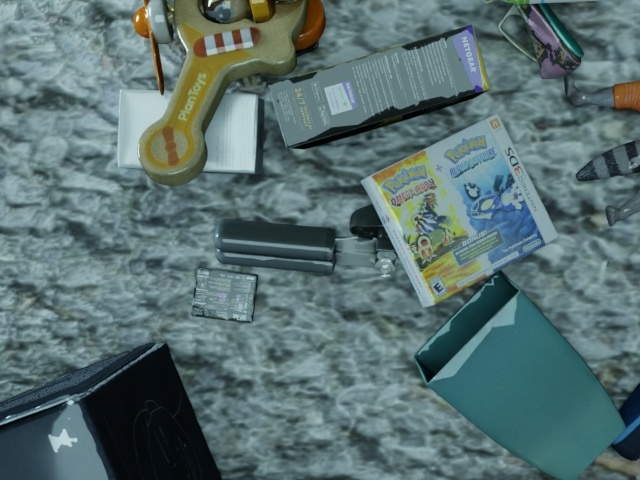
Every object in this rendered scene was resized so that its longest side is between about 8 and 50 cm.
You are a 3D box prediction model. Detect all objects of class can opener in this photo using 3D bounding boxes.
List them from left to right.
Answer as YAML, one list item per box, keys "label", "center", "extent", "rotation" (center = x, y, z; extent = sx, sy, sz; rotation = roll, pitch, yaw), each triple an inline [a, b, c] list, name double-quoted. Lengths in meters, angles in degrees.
- label: "can opener"
  center: [0.000, 0.000, 1.869]
  extent: [0.280, 0.074, 0.093]
  rotation: [1, 59, 1]

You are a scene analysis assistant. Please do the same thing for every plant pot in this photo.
- label: "plant pot"
  center: [0.267, 0.187, 1.811]
  extent: [0.234, 0.166, 0.165]
  rotation: [43, 94, -6]

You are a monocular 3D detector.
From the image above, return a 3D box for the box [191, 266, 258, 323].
- label: "box"
  center: [-0.129, 0.074, 1.895]
  extent: [0.083, 0.018, 0.067]
  rotation: [6, 93, 3]

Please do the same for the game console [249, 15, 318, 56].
- label: "game console"
  center: [-0.078, -0.291, 1.847]
  extent: [0.071, 0.107, 0.122]
  rotation: [-19, 91, 46]

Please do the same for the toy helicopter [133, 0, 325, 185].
- label: "toy helicopter"
  center: [-0.149, -0.229, 1.739]
  extent: [0.235, 0.140, 0.355]
  rotation: [15, 66, 12]

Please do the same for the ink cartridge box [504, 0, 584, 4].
- label: "ink cartridge box"
  center: [0.332, -0.387, 1.694]
  extent: [0.255, 0.097, 0.188]
  rotation: [-6, 109, -20]

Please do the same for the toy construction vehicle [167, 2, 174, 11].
- label: "toy construction vehicle"
  center: [-0.199, -0.338, 1.871]
  extent: [0.098, 0.035, 0.086]
  rotation: [39, 94, 1]

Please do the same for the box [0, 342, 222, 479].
- label: "box"
  center: [-0.270, 0.412, 1.693]
  extent: [0.297, 0.472, 0.479]
  rotation: [-22, 91, 4]

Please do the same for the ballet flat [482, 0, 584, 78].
- label: "ballet flat"
  center: [0.259, -0.308, 1.836]
  extent: [0.079, 0.077, 0.221]
  rotation: [-30, 91, 23]

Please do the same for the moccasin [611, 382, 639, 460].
- label: "moccasin"
  center: [0.521, 0.172, 1.808]
  extent: [0.342, 0.138, 0.117]
  rotation: [-44, 94, 5]

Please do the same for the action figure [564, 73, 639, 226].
- label: "action figure"
  center: [0.483, -0.188, 1.812]
  extent: [0.330, 0.178, 0.341]
  rotation: [-14, 62, -2]

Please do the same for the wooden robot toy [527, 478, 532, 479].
- label: "wooden robot toy"
  center: [0.232, 0.392, 1.861]
  extent: [0.076, 0.079, 0.173]
  rotation: [40, 94, 0]

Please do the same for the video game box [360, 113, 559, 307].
- label: "video game box"
  center: [0.183, -0.041, 1.826]
  extent: [0.205, 0.048, 0.187]
  rotation: [-27, 89, -18]

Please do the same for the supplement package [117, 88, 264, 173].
- label: "supplement package"
  center: [-0.168, -0.141, 1.844]
  extent: [0.179, 0.105, 0.105]
  rotation: [2, 93, 2]

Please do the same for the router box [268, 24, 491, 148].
- label: "router box"
  center: [0.072, -0.182, 1.727]
  extent: [0.243, 0.309, 0.081]
  rotation: [-16, 93, 3]
